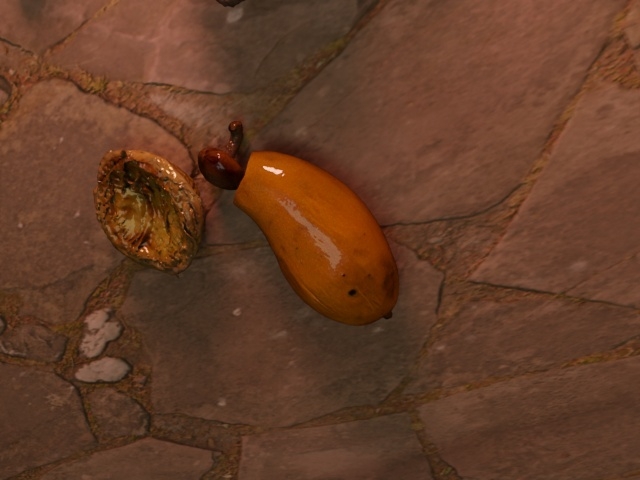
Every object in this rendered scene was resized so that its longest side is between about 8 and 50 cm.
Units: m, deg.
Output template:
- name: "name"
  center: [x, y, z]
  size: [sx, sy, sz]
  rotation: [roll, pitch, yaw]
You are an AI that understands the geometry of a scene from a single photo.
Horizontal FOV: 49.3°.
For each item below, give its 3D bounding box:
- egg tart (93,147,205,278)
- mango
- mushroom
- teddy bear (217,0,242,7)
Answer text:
- name: "egg tart"
  center: [-0.288, -0.056, 1.227]
  size: [0.232, 0.098, 0.252]
  rotation: [-2, 119, 26]
- name: "mango"
  center: [0.002, -0.003, 1.144]
  size: [0.187, 0.144, 0.359]
  rotation: [-26, 110, 26]
- name: "mushroom"
  center: [-0.160, -0.137, 1.145]
  size: [0.088, 0.073, 0.129]
  rotation: [34, 129, 26]
- name: "teddy bear"
  center: [-0.091, -0.430, 0.866]
  size: [0.236, 0.151, 0.267]
  rotation: [52, 132, 16]
